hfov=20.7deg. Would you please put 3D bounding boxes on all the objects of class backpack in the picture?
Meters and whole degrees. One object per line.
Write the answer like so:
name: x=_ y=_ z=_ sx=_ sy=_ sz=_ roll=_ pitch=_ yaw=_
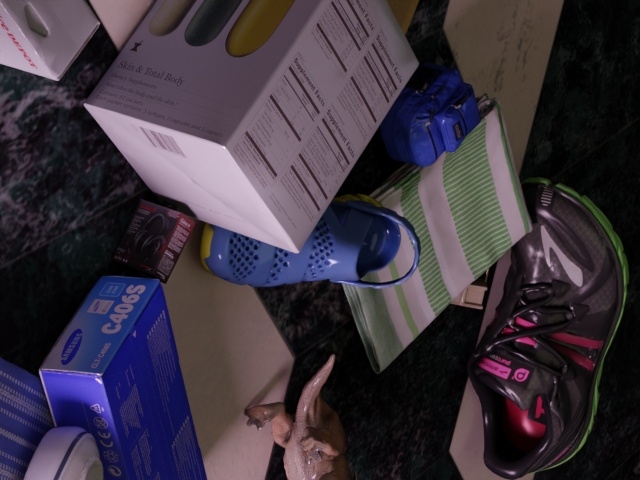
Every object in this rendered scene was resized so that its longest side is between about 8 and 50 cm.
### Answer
backpack: x=0.137 y=-0.155 z=2.228 sx=0.120 sy=0.101 sz=0.098 roll=-45 pitch=131 yaw=-27

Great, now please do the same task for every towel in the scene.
towel: x=0.153 y=-0.011 z=2.325 sx=0.325 sy=0.038 sz=0.248 roll=-42 pitch=132 yaw=-27
towel: x=-0.320 y=0.297 z=1.731 sx=0.243 sy=0.040 sz=0.336 roll=51 pitch=44 yaw=-67

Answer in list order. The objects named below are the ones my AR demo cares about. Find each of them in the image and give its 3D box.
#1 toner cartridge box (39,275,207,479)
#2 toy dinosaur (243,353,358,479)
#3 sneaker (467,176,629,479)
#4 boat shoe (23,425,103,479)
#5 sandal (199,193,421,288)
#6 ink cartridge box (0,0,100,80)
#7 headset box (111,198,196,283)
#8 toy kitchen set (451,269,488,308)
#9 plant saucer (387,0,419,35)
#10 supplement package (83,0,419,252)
toner cartridge box: x=-0.203 y=0.225 z=1.907 sx=0.165 sy=0.075 sz=0.348 roll=-64 pitch=151 yaw=-50
toy dinosaur: x=-0.002 y=0.282 z=2.223 sx=0.200 sy=0.127 sz=0.296 roll=-7 pitch=98 yaw=-61
sneaker: x=0.323 y=0.143 z=2.548 sx=0.202 sy=0.185 sz=0.483 roll=-30 pitch=127 yaw=-49
boat shoe: x=-0.223 y=0.369 z=1.722 sx=0.136 sy=0.156 sz=0.367 roll=46 pitch=49 yaw=-69
sandal: x=0.000 y=0.000 z=2.057 sx=0.317 sy=0.138 sz=0.126 roll=-4 pitch=109 yaw=-41
ink cartridge box: x=-0.296 y=-0.220 z=1.528 sx=0.072 sy=0.175 sz=0.127 roll=-56 pitch=143 yaw=-21
headset box: x=-0.178 y=-0.003 z=1.890 sx=0.032 sy=0.062 sz=0.083 roll=39 pitch=74 yaw=-55
toy kitchen set: x=0.196 y=0.046 z=2.460 sx=0.083 sy=0.075 sz=0.068 roll=-97 pitch=-162 yaw=-74
plant saucer: x=0.040 y=-0.417 z=1.952 sx=0.333 sy=0.081 sz=0.333 roll=55 pitch=49 yaw=-49
supplement package: x=-0.067 y=-0.166 z=1.847 sx=0.263 sy=0.199 sz=0.198 roll=-58 pitch=143 yaw=-19
